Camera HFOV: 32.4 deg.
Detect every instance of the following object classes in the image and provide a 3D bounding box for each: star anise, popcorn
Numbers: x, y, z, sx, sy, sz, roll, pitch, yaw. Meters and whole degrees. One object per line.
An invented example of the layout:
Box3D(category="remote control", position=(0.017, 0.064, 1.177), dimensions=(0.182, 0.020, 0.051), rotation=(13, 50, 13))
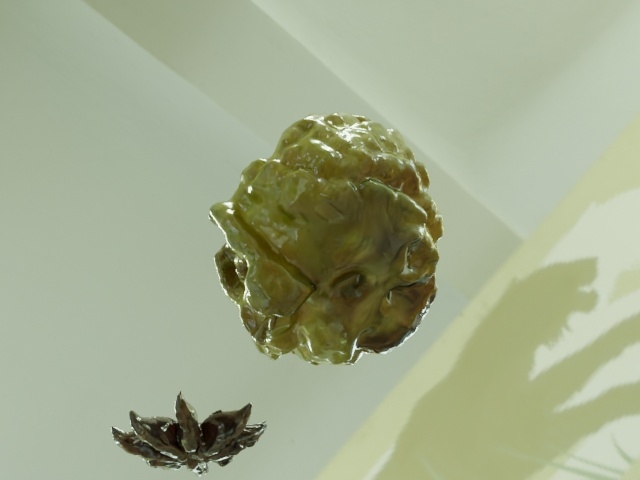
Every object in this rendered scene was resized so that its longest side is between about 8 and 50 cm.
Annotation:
Box3D(category="star anise", position=(-0.119, 0.179, 0.984), dimensions=(0.141, 0.042, 0.141), rotation=(-3, -34, -2))
Box3D(category="popcorn", position=(0.001, 0.003, 0.898), dimensions=(0.189, 0.169, 0.218), rotation=(-28, -58, -16))
